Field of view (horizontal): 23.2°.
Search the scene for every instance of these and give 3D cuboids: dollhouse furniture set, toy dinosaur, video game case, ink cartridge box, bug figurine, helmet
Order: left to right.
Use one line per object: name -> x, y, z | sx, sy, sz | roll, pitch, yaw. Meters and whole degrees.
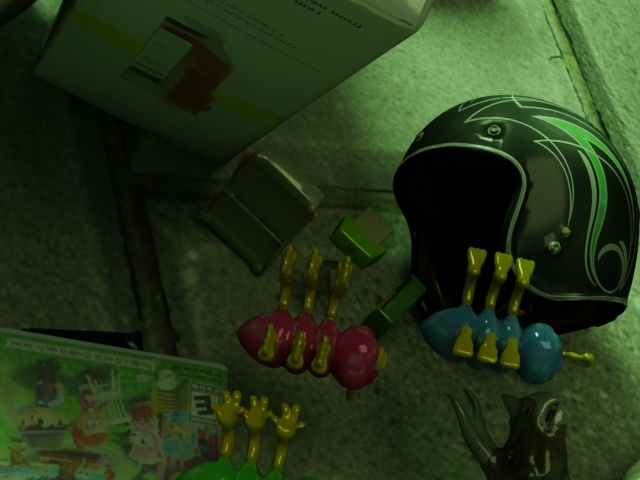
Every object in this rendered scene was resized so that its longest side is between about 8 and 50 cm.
video game case -> -0.156, 0.137, 0.860 | 0.212, 0.023, 0.193 | 11, 52, -16
ink cartridge box -> -0.023, -0.227, 0.941 | 0.160, 0.384, 0.279 | 27, 75, -13
dollhouse furniture set -> 0.000, 0.000, 1.054 | 0.151, 0.076, 0.058 | 43, 33, 3
bug figurine -> 0.039, 0.116, 0.894 | 0.216, 0.072, 0.279 | 17, 49, 3
helmet -> 0.137, -0.020, 1.085 | 0.169, 0.169, 0.162 | 2, 71, -30
toy dinosaur -> 0.120, 0.249, 0.916 | 0.160, 0.121, 0.313 | 11, 56, 15

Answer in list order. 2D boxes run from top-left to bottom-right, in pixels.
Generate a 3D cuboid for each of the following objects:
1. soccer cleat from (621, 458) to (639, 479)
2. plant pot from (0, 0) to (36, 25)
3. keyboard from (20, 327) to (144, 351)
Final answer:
soccer cleat -> 0.263, 0.156, 1.082 | 0.068, 0.076, 0.196 | 44, 46, 6
plant pot -> -0.242, -0.279, 0.955 | 0.323, 0.323, 0.280 | 38, 16, 0
keyboard -> -0.122, 0.132, 0.909 | 0.108, 0.023, 0.180 | 4, 55, -21
